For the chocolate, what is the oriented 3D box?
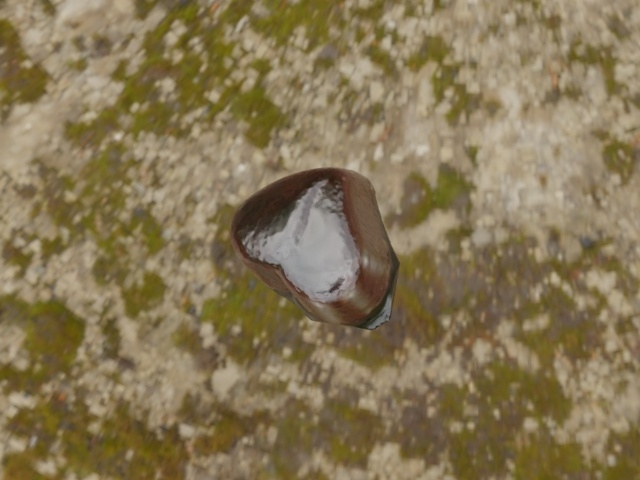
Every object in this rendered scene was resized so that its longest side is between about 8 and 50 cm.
[{"bbox_3d":[0.000,0.000,1.159,0.149,0.080,0.125,37,96,23],"label":"chocolate"}]
